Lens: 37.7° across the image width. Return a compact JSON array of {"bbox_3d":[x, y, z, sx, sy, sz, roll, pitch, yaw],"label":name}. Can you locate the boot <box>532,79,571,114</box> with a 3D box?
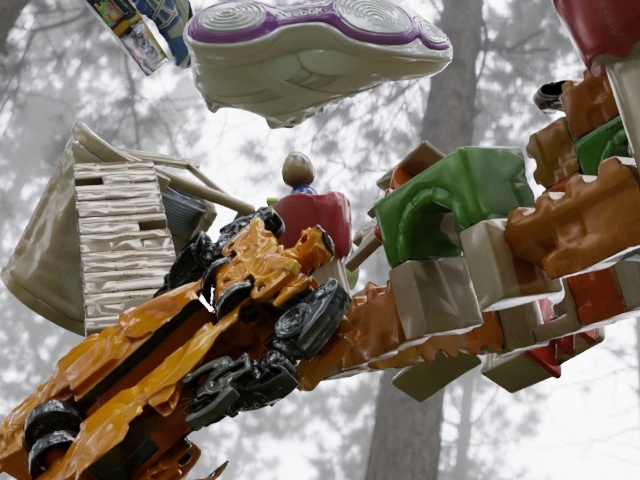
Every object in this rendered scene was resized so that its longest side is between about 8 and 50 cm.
[{"bbox_3d":[0.376,-0.215,1.395,0.118,0.042,0.087,-11,-16,9],"label":"boot"}]

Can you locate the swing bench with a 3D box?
[{"bbox_3d":[-0.277,-0.001,1.347,0.254,0.165,0.253,14,-71,-51],"label":"swing bench"}]

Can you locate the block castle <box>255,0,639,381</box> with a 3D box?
[{"bbox_3d":[0.177,-0.051,0.711,0.303,0.213,0.453,-3,-18,-33],"label":"block castle"}]

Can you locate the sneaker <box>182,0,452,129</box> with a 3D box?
[{"bbox_3d":[-0.002,-0.206,1.093,0.305,0.114,0.152,0,-44,0],"label":"sneaker"}]

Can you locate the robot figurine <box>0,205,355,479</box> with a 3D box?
[{"bbox_3d":[-0.100,0.097,0.646,0.291,0.211,0.085,-39,-59,-2],"label":"robot figurine"}]

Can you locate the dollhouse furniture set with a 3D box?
[{"bbox_3d":[0.162,0.042,0.996,0.259,0.262,0.135,35,-49,-16],"label":"dollhouse furniture set"}]

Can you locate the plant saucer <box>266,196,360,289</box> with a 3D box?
[{"bbox_3d":[0.000,0.000,1.696,0.045,0.188,0.188,-27,-13,31],"label":"plant saucer"}]

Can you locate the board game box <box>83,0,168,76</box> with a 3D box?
[{"bbox_3d":[-0.297,-0.327,1.358,0.141,0.048,0.170,48,-3,10],"label":"board game box"}]

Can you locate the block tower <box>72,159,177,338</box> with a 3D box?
[{"bbox_3d":[-0.194,0.028,0.935,0.097,0.335,0.091,-5,-58,-16],"label":"block tower"}]

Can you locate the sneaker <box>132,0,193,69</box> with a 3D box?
[{"bbox_3d":[-0.236,-0.350,1.390,0.081,0.080,0.211,-20,-55,-11],"label":"sneaker"}]
